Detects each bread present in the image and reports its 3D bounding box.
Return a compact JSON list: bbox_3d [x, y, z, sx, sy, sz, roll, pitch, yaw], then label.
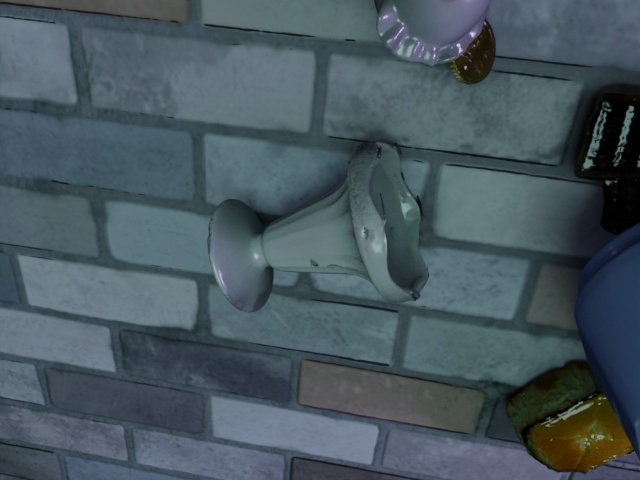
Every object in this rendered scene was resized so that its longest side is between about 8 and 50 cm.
[{"bbox_3d":[0.320,0.227,0.643,0.140,0.069,0.128,-39,106,21],"label":"bread"}]

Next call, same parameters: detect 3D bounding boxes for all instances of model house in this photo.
[{"bbox_3d":[0.315,-0.064,0.469,0.152,0.106,0.165,5,114,5],"label":"model house"}]

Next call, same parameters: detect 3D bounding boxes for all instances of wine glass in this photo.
[{"bbox_3d":[0.000,0.000,0.532,0.196,0.165,0.165,-15,114,22],"label":"wine glass"}]

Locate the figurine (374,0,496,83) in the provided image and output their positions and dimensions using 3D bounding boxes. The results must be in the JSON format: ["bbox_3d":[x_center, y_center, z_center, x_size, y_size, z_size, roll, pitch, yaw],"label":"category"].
[{"bbox_3d":[0.062,-0.237,0.421,0.143,0.143,0.271,-25,136,20],"label":"figurine"}]

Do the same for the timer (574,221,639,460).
[{"bbox_3d":[0.440,0.095,0.438,0.394,0.173,0.395,-5,136,-5],"label":"timer"}]
